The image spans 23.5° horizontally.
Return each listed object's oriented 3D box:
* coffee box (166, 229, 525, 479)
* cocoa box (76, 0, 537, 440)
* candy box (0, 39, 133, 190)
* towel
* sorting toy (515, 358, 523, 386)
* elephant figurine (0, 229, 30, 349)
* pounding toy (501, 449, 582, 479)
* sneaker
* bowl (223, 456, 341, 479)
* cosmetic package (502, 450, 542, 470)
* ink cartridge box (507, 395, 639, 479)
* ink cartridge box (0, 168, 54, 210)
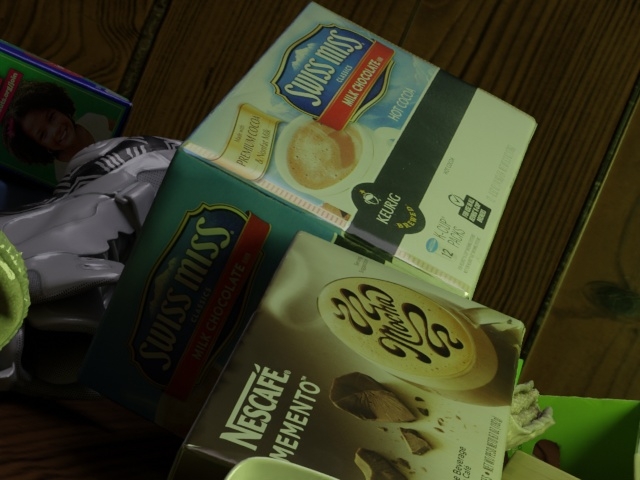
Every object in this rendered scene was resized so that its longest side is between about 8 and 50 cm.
[{"bbox_3d":[0.014,0.125,0.903,0.168,0.119,0.297,23,24,2],"label":"coffee box"},{"bbox_3d":[0.000,0.000,1.220,0.228,0.231,0.347,29,30,2],"label":"cocoa box"},{"bbox_3d":[-0.363,-0.157,1.603,0.317,0.122,0.268,22,2,-10],"label":"candy box"},{"bbox_3d":[0.102,0.184,1.298,0.049,0.187,0.282,60,11,10],"label":"towel"},{"bbox_3d":[0.035,0.075,1.457,0.348,0.047,0.196,16,1,-12],"label":"sorting toy"},{"bbox_3d":[-0.221,0.021,0.713,0.169,0.239,0.186,23,1,11],"label":"elephant figurine"},{"bbox_3d":[0.210,0.272,1.310,0.181,0.094,0.206,22,-18,44],"label":"pounding toy"},{"bbox_3d":[-0.191,0.027,1.332,0.366,0.137,0.210,-20,38,-36],"label":"sneaker"},{"bbox_3d":[-0.002,0.185,0.705,0.142,0.142,0.053,22,-39,1],"label":"bowl"},{"bbox_3d":[0.237,0.282,1.830,0.041,0.060,0.115,22,0,-10],"label":"cosmetic package"},{"bbox_3d":[0.294,0.248,1.419,0.255,0.189,0.097,2,28,15],"label":"ink cartridge box"},{"bbox_3d":[-0.436,-0.039,1.566,0.270,0.151,0.395,23,3,14],"label":"ink cartridge box"}]
